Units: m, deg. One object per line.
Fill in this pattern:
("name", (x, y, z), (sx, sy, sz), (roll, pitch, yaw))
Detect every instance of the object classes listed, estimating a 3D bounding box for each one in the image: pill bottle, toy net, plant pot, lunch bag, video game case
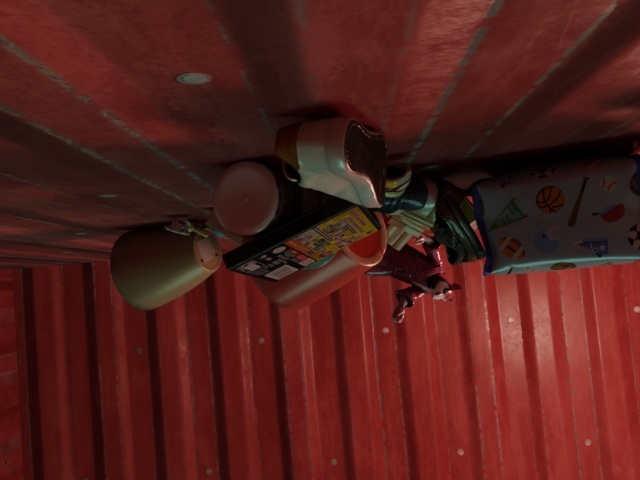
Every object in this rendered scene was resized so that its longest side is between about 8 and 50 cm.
("pill bottle", (-0.078, -0.066, 1.171), (0.131, 0.130, 0.246), (-7, 175, 23))
("toy net", (-0.356, -0.049, 1.816), (0.122, 0.045, 0.232), (27, -169, 31))
("plant pot", (0.000, 0.000, 1.468), (0.243, 0.274, 0.275), (-22, 166, 39))
("plant pot", (-0.446, 0.061, 1.947), (0.274, 0.256, 0.257), (-15, 172, 29))
("lunch bag", (0.517, -0.061, 1.364), (0.328, 0.238, 0.385), (-6, -171, 22))
("video game case", (-0.021, -0.001, 1.171), (0.248, 0.035, 0.275), (-26, 167, 8))

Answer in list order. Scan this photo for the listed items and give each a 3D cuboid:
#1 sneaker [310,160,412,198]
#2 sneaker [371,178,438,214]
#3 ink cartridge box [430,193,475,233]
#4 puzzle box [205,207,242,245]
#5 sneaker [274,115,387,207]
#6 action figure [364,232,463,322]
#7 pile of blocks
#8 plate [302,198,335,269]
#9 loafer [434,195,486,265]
("sneaker", (0.070, -0.120, 1.144), (0.186, 0.069, 0.084), (-3, 157, -7))
("sneaker", (0.114, -0.098, 1.327), (0.164, 0.086, 0.226), (2, 179, -22))
("ink cartridge box", (0.426, -0.096, 1.789), (0.255, 0.097, 0.189), (-41, 167, 12))
("puzzle box", (-0.138, 0.021, 1.804), (0.272, 0.052, 0.409), (31, 180, 10))
("sneaker", (0.021, -0.115, 0.920), (0.123, 0.105, 0.290), (4, 172, 19))
("action figure", (0.237, 0.076, 1.839), (0.370, 0.248, 0.276), (33, -170, 14))
("pile of blocks", (0.211, -0.091, 1.487), (0.113, 0.148, 0.362), (26, 163, -8))
("plate", (-0.042, -0.029, 1.337), (0.188, 0.188, 0.024), (-7, -173, 28))
("loafer", (0.278, -0.004, 1.328), (0.084, 0.096, 0.267), (-30, 150, 13))
